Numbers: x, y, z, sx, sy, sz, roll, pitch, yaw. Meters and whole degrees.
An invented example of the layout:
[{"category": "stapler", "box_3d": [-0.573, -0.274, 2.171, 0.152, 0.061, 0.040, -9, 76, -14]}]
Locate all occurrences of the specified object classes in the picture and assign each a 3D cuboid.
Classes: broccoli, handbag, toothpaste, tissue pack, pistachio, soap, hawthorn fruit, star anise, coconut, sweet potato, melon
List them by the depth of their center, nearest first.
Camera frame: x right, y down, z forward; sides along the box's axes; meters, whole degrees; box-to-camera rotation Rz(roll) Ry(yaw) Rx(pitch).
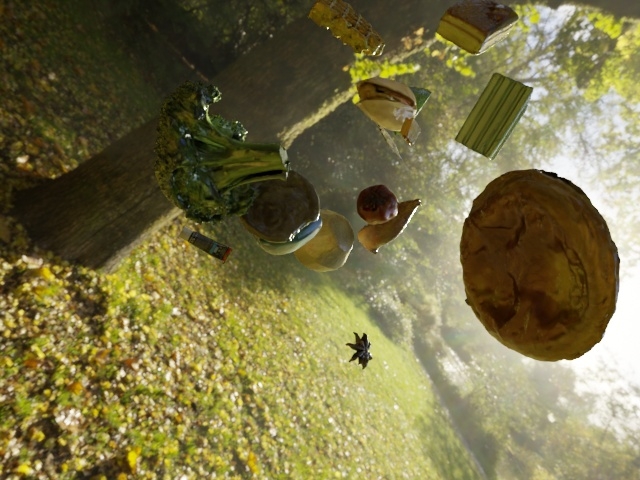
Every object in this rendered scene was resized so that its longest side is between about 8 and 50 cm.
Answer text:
[{"category": "broccoli", "box_3d": [-0.244, -0.217, 1.110, 0.249, 0.302, 0.375, -118, -166, -46]}, {"category": "soap", "box_3d": [0.452, -0.321, 1.202, 0.115, 0.198, 0.063, 38, 21, 24]}, {"category": "handbag", "box_3d": [0.272, -0.327, 1.390, 0.027, 0.061, 0.083, 18, -7, 33]}, {"category": "tissue pack", "box_3d": [-0.151, -0.098, 1.443, 0.287, 0.206, 0.198, 59, -20, 8]}, {"category": "star anise", "box_3d": [0.148, 0.392, 1.662, 0.141, 0.042, 0.140, 21, 61, -44]}, {"category": "toothpaste", "box_3d": [-0.426, 0.016, 1.704, 0.194, 0.071, 0.045, 28, 15, -10]}, {"category": "hawthorn fruit", "box_3d": [0.225, -0.125, 1.779, 0.156, 0.157, 0.194, 59, 8, 31]}, {"category": "pistachio", "box_3d": [0.263, -0.543, 1.839, 0.300, 0.187, 0.187, 12, 34, -36]}, {"category": "coconut", "box_3d": [0.000, 0.000, 1.884, 0.259, 0.259, 0.259, 53, 7, -10]}, {"category": "sweet potato", "box_3d": [0.289, -0.068, 1.924, 0.131, 0.337, 0.131, 20, 51, -26]}, {"category": "melon", "box_3d": [0.429, -0.649, 2.286, 0.323, 0.196, 0.124, -64, 151, -43]}]

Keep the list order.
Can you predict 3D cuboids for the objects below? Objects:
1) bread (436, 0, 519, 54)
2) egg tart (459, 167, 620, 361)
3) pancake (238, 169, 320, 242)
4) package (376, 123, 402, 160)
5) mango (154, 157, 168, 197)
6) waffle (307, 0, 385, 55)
[{"category": "bread", "box_3d": [0.543, -0.749, 1.588, 0.184, 0.234, 0.110, 41, -31, 17]}, {"category": "egg tart", "box_3d": [0.498, 0.050, 1.062, 0.443, 0.178, 0.442, 173, -90, -69]}, {"category": "pancake", "box_3d": [-0.113, -0.101, 1.276, 0.222, 0.237, 0.042, 66, -19, 15]}, {"category": "package", "box_3d": [0.291, -0.441, 2.001, 0.173, 0.027, 0.171, 37, 24, -51]}, {"category": "mango", "box_3d": [-0.603, -0.253, 1.994, 0.293, 0.175, 0.143, 63, -17, -11]}, {"category": "waffle", "box_3d": [0.083, -0.587, 1.258, 0.219, 0.057, 0.229, 32, 35, -13]}]
